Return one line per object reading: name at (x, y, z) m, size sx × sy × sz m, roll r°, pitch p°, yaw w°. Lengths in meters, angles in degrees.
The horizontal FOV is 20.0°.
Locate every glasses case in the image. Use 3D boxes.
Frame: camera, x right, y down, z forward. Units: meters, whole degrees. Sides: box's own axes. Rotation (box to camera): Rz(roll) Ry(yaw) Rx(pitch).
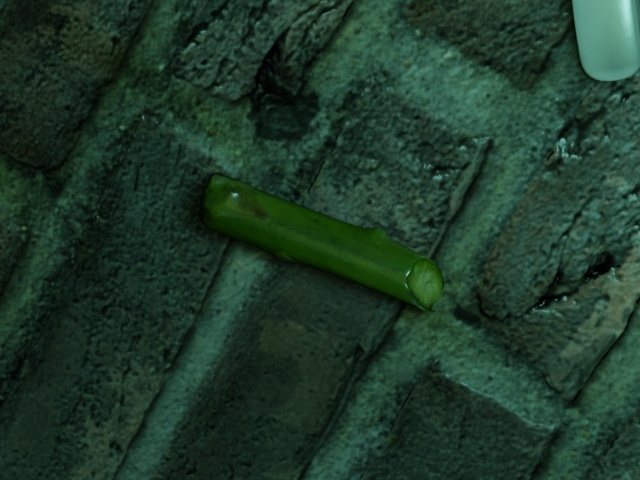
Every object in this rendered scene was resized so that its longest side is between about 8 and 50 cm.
glasses case at (0.275, -0.236, 1.753) m, size 0.063 × 0.041 × 0.164 m, roll -6°, pitch 99°, yaw 23°

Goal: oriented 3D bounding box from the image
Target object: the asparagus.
asparagus at (-0.001, 0.001, 1.892) m, size 0.278 × 0.060 × 0.067 m, roll 19°, pitch 96°, yaw 15°
